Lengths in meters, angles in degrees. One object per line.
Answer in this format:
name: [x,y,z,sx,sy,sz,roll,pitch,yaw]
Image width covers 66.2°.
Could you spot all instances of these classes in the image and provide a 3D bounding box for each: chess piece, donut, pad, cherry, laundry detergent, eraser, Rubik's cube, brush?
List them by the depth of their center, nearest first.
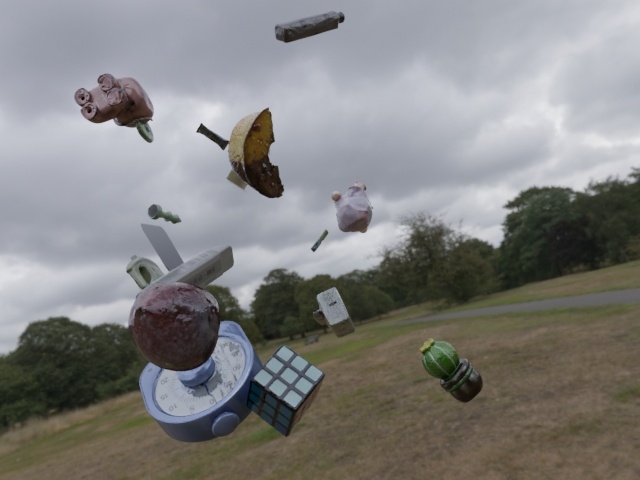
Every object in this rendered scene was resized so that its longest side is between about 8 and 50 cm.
cherry: [-0.381,0.219,1.288,0.203,0.230,0.300,6,-22,29]
brush: [0.000,0.000,1.425,0.013,0.016,0.083,-10,36,52]
Rubik's cube: [-0.103,0.436,1.434,0.163,0.162,0.160,-45,-22,-43]
eraser: [-0.401,0.115,1.491,0.061,0.089,0.352,17,34,28]
donut: [-0.215,-0.248,1.518,0.112,0.294,0.151,15,38,35]
chess piece: [-0.581,-0.091,1.861,0.059,0.059,0.149,-18,-22,23]
laundry detergent: [-0.651,0.148,1.864,0.091,0.253,0.181,-45,-22,3]
pad: [-0.731,0.020,2.187,0.063,0.314,0.375,-30,0,-4]

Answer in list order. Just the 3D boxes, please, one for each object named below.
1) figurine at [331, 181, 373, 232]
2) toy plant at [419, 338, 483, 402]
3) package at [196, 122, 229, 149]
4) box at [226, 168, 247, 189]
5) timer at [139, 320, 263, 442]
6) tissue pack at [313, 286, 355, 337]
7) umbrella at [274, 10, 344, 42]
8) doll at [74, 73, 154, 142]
figurine: [0.127,-0.123,1.824,0.133,0.200,0.276,-33,21,20]
toy plant: [0.310,0.307,1.184,0.093,0.162,0.093,-43,-6,-5]
package: [-0.342,-0.329,1.558,0.110,0.037,0.015,31,5,-32]
box: [-0.309,-0.325,2.121,0.095,0.211,0.168,31,-2,-4]
timer: [-0.361,0.449,1.547,0.395,0.394,0.173,-11,-54,8]
tissue pack: [0.048,0.332,2.158,0.145,0.159,0.229,-25,-26,0]
umbrella: [-0.030,-0.792,1.808,0.337,0.073,0.067,-32,-28,-35]
doll: [-0.744,-0.501,1.843,0.217,0.284,0.268,-29,-11,1]
